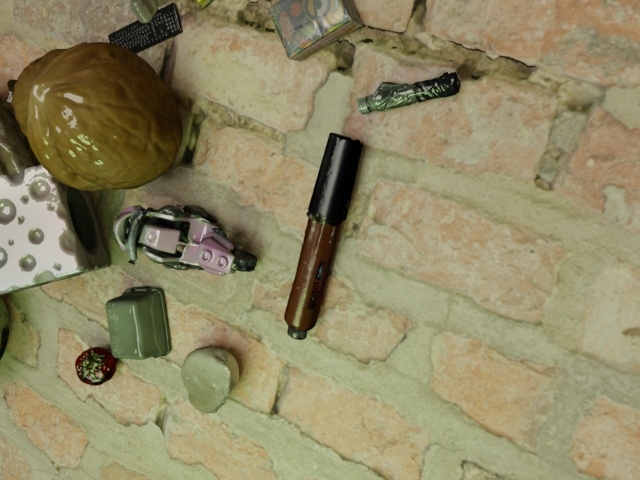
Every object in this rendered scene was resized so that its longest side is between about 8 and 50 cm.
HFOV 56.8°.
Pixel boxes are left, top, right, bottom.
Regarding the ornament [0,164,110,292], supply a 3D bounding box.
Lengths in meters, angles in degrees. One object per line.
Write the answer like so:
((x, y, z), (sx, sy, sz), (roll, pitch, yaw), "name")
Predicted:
((-0.647, -0.019, 1.333), (0.239, 0.239, 0.240), (-16, 91, -4), "ornament")

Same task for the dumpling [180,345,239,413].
((-0.241, 0.307, 1.308), (0.176, 0.092, 0.150), (-5, 93, 28), "dumpling")

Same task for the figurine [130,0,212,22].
((-0.294, -0.558, 1.099), (0.143, 0.308, 0.309), (6, 100, 31), "figurine")

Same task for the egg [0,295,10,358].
((-1.013, 0.258, 1.549), (0.345, 0.345, 0.428), (40, 116, 16), "egg")

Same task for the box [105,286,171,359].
((-0.432, 0.200, 1.387), (0.124, 0.093, 0.172), (-5, 96, 27), "box")

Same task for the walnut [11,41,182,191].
((-0.444, -0.246, 1.193), (0.332, 0.333, 0.333), (4, 100, 26), "walnut")

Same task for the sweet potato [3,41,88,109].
((-0.651, -0.381, 1.411), (0.285, 0.085, 0.112), (-25, 82, 27), "sweet potato")

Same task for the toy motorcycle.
((-0.298, 0.002, 1.236), (0.327, 0.188, 0.143), (21, 100, 22), "toy motorcycle")

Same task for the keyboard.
((-0.392, -0.460, 1.311), (0.202, 0.011, 0.067), (-12, 94, 28), "keyboard")

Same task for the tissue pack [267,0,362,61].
((-0.012, -0.417, 1.100), (0.148, 0.060, 0.109), (-23, 86, 27), "tissue pack")

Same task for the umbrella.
((0.154, -0.263, 1.053), (0.188, 0.046, 0.050), (-7, 84, 31), "umbrella")

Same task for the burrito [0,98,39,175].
((-0.820, -0.262, 1.483), (0.135, 0.190, 0.332), (-26, 88, -8), "burrito")

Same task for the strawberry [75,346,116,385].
((-0.558, 0.310, 1.474), (0.106, 0.106, 0.106), (4, 100, 26), "strawberry")

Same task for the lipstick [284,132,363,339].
((0.000, 0.000, 1.151), (0.077, 0.077, 0.419), (21, 108, 22), "lipstick")
